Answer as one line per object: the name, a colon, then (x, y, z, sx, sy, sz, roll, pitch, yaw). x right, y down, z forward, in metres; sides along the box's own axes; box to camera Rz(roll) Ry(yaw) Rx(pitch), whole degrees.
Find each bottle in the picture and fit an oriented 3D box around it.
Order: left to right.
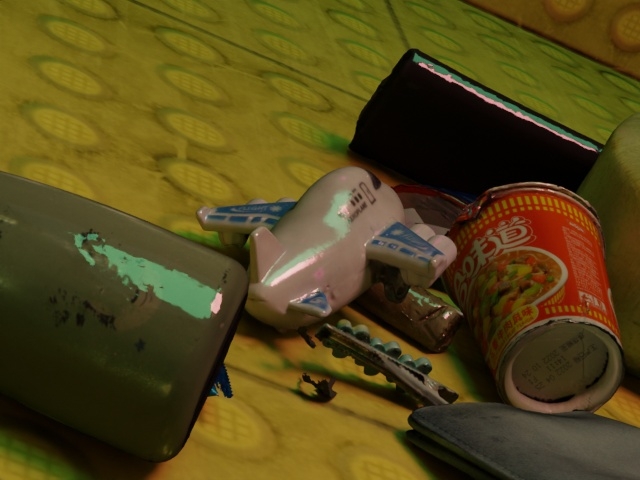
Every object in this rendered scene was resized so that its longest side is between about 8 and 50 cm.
bottle: (-0.234, 0.027, 1.274, 0.347, 0.168, 0.168, 25, 20, 1)

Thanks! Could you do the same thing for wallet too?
wallet: (0.251, -0.095, 2.158, 0.406, 0.228, 0.062, 25, 59, -7)
wallet: (0.257, 0.207, 1.521, 0.290, 0.054, 0.251, 8, 8, -40)

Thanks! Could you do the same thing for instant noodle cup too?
instant noodle cup: (0.228, 0.073, 1.754, 0.193, 0.193, 0.212, 21, 29, -18)

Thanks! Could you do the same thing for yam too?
yam: (0.082, 0.064, 1.749, 0.132, 0.054, 0.054, 32, 20, 12)

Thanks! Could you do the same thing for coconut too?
coconut: (0.424, -0.005, 1.930, 0.281, 0.328, 0.328, 31, 20, 2)

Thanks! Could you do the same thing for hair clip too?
hair clip: (0.060, 0.117, 1.582, 0.173, 0.049, 0.049, 34, 15, -27)

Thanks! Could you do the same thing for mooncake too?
mooncake: (-0.135, 0.057, 1.486, 0.346, 0.057, 0.150, 25, 18, -1)

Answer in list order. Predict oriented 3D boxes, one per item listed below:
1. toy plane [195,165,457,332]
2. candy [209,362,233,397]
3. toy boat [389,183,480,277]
toy plane: (0.000, 0.005, 1.649, 0.266, 0.123, 0.267, 0, 24, 0)
candy: (-0.142, 0.100, 1.397, 0.136, 0.038, 0.088, 12, 20, -15)
toy boat: (0.120, 0.003, 1.962, 0.318, 0.072, 0.219, -2, 36, -36)
